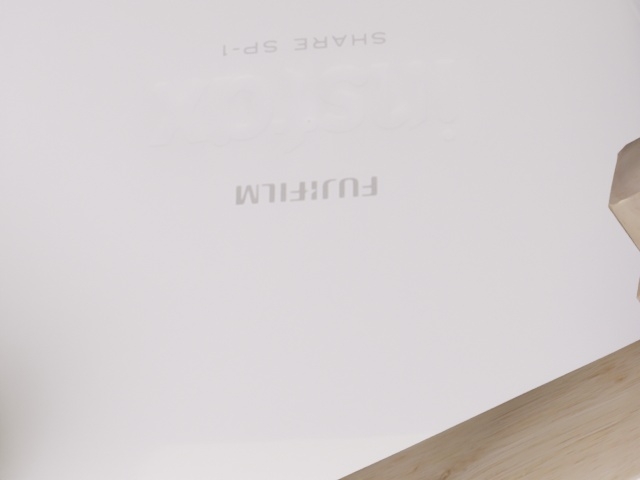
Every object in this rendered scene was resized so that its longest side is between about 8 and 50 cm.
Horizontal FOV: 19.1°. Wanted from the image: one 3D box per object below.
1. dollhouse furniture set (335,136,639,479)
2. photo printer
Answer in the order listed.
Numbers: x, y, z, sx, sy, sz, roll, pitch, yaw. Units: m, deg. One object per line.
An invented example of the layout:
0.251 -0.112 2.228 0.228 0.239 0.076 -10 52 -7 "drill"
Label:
0.002 0.172 0.442 0.303 0.174 0.355 -27 20 29 "dollhouse furniture set"
0.000 0.000 0.633 0.256 0.107 0.307 -4 58 6 "photo printer"
